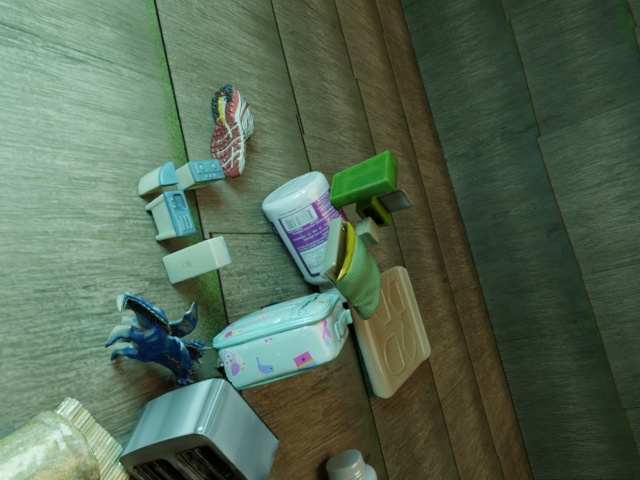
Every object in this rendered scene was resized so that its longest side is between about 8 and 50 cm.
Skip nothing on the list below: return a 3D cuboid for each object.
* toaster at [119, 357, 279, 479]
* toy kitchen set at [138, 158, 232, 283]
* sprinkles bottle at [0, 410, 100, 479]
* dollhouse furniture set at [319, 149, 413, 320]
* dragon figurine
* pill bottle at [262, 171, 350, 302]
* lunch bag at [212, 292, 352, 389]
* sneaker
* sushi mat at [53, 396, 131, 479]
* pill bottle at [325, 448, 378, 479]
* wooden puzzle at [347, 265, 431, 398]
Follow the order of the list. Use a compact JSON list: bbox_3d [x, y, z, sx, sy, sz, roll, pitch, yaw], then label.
[{"bbox_3d":[-0.177,0.297,0.697,0.186,0.168,0.110,58,20,-23],"label":"toaster"},{"bbox_3d":[-0.212,-0.050,0.874,0.166,0.122,0.207,-22,94,-59],"label":"toy kitchen set"},{"bbox_3d":[-0.381,0.299,0.409,0.355,0.121,0.121,-28,99,-55],"label":"sprinkles bottle"},{"bbox_3d":[0.124,-0.008,1.031,0.197,0.151,0.302,46,39,-37],"label":"dollhouse furniture set"},{"bbox_3d":[-0.225,0.137,0.686,0.143,0.289,0.085,13,54,-12],"label":"dragon figurine"},{"bbox_3d":[0.000,0.000,1.144,0.302,0.169,0.169,61,33,-19],"label":"pill bottle"},{"bbox_3d":[-0.056,0.169,0.866,0.279,0.223,0.108,-17,88,-83],"label":"lunch bag"},{"bbox_3d":[-0.184,-0.240,1.051,0.092,0.088,0.225,28,52,-51],"label":"sneaker"},{"bbox_3d":[-0.351,0.359,0.546,0.151,0.019,0.317,59,33,-24],"label":"sushi mat"},{"bbox_3d":[0.085,0.582,1.036,0.117,0.117,0.215,-24,95,-59],"label":"pill bottle"},{"bbox_3d":[0.201,0.264,1.432,0.347,0.080,0.322,-14,87,-55],"label":"wooden puzzle"}]
